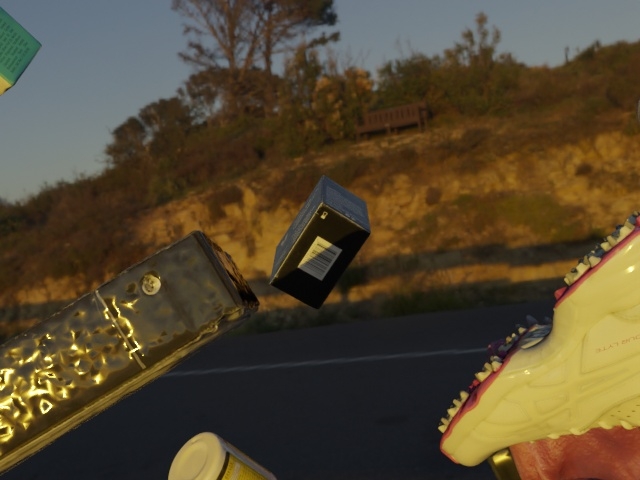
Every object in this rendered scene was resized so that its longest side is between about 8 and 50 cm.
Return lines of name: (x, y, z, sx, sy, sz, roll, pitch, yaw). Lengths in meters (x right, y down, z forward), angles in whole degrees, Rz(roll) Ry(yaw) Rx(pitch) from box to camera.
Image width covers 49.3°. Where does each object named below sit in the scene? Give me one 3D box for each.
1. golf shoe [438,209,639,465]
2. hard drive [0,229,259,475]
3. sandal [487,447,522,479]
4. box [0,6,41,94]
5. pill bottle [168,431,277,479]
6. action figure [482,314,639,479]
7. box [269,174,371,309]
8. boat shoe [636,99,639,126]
golf shoe: (0.210, 0.115, 0.558, 0.115, 0.140, 0.306, -31, -21, -49)
hard drive: (-0.202, 0.114, 0.490, 0.339, 0.064, 0.237, -31, -3, -6)
sandal: (0.390, 0.452, 1.126, 0.107, 0.445, 0.167, -29, 21, 9)
box: (-0.356, -0.208, 0.550, 0.101, 0.060, 0.244, -17, -46, 33)
pill bottle: (-0.079, 0.232, 0.646, 0.065, 0.116, 0.065, -31, 33, 23)
action figure: (0.238, 0.258, 0.638, 0.248, 0.275, 0.370, -4, 43, 20)
box: (0.000, 0.000, 1.116, 0.093, 0.156, 0.158, 30, 19, -11)
boat shoe: (0.473, -0.043, 0.650, 0.156, 0.367, 0.136, -43, -5, 4)
